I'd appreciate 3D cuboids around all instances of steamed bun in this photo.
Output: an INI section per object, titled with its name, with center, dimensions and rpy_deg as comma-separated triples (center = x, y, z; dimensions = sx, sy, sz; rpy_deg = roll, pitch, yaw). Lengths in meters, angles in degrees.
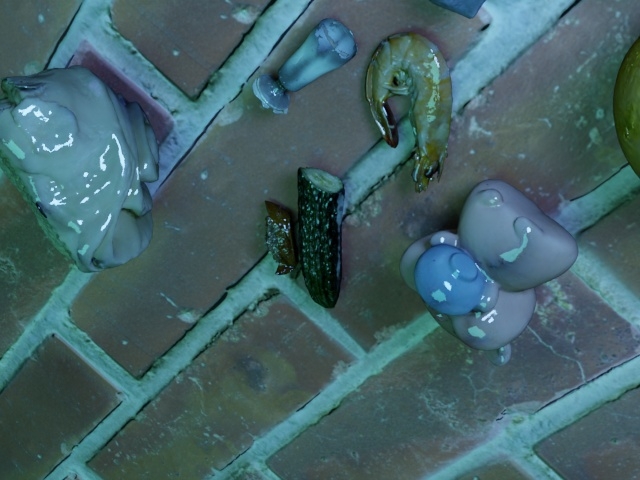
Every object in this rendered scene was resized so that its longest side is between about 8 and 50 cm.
[steamed bun]
center = -0.371, -0.128, 1.448
dimensions = 0.346, 0.237, 0.394
rpy_deg = 48, 163, 19

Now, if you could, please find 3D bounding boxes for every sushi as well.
[sushi]
center = -0.068, -0.006, 1.497
dimensions = 0.055, 0.052, 0.120
rpy_deg = -3, 122, 10

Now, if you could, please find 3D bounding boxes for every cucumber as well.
[cucumber]
center = -0.001, -0.001, 1.452
dimensions = 0.077, 0.077, 0.265
rpy_deg = 14, 126, 17

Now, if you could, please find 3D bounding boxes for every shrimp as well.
[shrimp]
center = 0.124, -0.180, 1.287
dimensions = 0.133, 0.053, 0.236
rpy_deg = 4, 119, 22

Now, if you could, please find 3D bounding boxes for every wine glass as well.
[wine glass]
center = -0.023, -0.248, 1.304
dimensions = 0.155, 0.072, 0.072
rpy_deg = -32, 103, 38

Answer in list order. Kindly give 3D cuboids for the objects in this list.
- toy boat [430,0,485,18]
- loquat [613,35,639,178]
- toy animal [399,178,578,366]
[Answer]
[toy boat]
center = 0.174, -0.435, 1.050
dimensions = 0.276, 0.111, 0.293
rpy_deg = -30, 101, 37
[loquat]
center = 0.466, -0.153, 1.031
dimensions = 0.263, 0.263, 0.263
rpy_deg = 13, 125, 18
[toy animal]
center = 0.239, 0.031, 1.294
dimensions = 0.221, 0.229, 0.210
rpy_deg = -43, 64, 0
